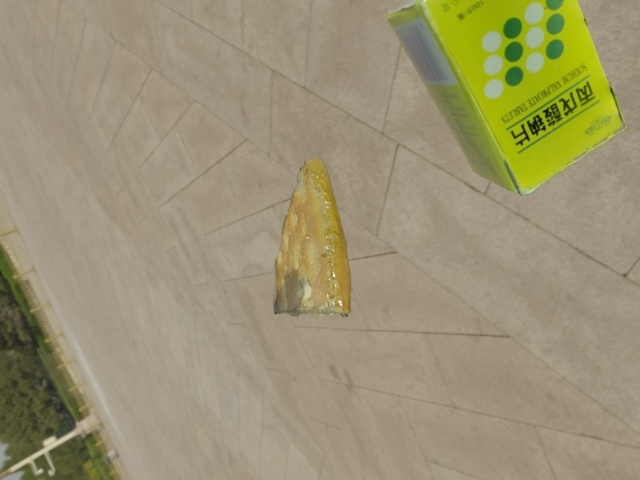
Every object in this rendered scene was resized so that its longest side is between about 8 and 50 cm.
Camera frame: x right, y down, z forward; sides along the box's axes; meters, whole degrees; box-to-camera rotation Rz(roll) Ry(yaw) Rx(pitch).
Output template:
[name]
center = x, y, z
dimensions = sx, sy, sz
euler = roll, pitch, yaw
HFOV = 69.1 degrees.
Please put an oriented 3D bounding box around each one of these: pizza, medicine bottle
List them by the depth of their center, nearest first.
[medicine bottle]
center = 0.204, -0.193, 0.530
dimensions = 0.250, 0.137, 0.141
euler = 53, -175, -21
[pizza]
center = -0.003, 0.007, 0.608
dimensions = 0.188, 0.081, 0.203
euler = 144, 127, -63
